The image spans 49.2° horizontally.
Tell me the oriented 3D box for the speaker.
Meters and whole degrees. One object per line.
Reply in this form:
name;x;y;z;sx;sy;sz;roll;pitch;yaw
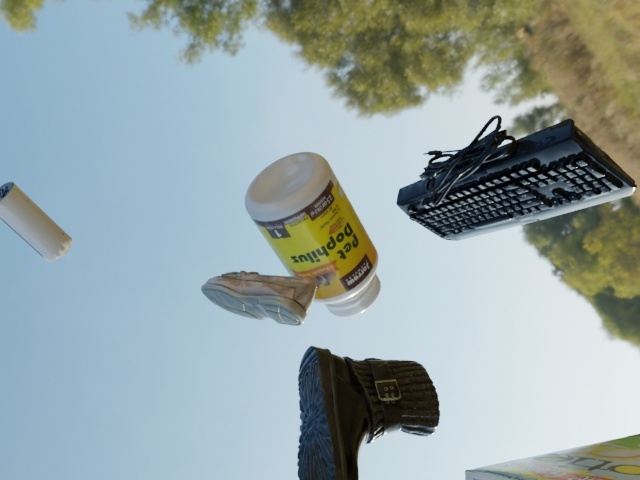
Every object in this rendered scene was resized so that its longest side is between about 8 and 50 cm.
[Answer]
speaker;-0.458;-0.029;1.105;0.136;0.055;0.055;55;-163;-38

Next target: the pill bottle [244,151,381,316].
pill bottle;0.000;0.000;0.903;0.215;0.117;0.117;58;-164;-35

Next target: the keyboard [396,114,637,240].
keyboard;0.118;-0.031;0.507;0.100;0.192;0.038;35;-116;-18

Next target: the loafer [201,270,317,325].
loafer;-0.054;0.047;0.629;0.039;0.125;0.045;-57;-47;-26

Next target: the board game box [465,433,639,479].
board game box;0.239;0.219;0.471;0.275;0.142;0.145;5;-96;-38

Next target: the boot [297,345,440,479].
boot;0.100;0.356;1.298;0.260;0.131;0.348;16;-132;-20
